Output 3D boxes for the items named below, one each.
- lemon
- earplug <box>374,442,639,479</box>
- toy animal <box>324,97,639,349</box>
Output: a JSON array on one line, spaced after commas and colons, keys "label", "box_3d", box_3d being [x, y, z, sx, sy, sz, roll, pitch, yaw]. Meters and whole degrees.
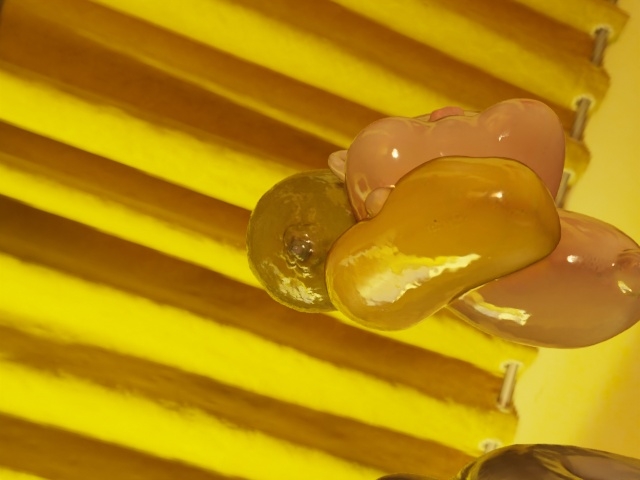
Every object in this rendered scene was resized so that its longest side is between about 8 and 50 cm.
[{"label": "lemon", "box_3d": [0.000, 0.000, 1.109, 0.248, 0.184, 0.184, 39, 69, -83]}, {"label": "earplug", "box_3d": [0.158, 0.232, 0.652, 0.325, 0.214, 0.175, -25, -112, 35]}, {"label": "toy animal", "box_3d": [0.173, -0.044, 0.908, 0.277, 0.345, 0.246, 91, 7, -60]}]
